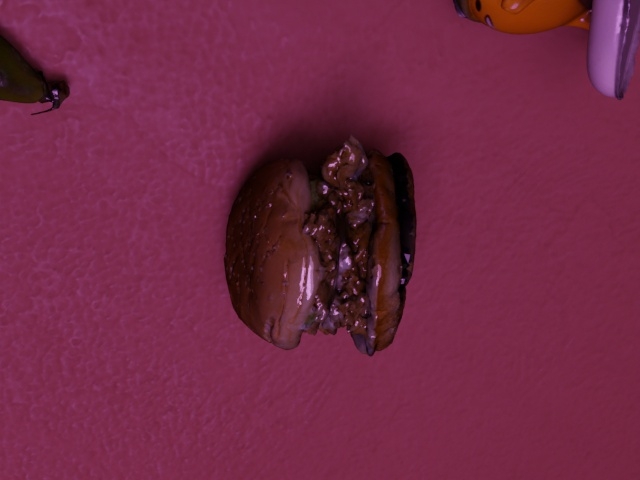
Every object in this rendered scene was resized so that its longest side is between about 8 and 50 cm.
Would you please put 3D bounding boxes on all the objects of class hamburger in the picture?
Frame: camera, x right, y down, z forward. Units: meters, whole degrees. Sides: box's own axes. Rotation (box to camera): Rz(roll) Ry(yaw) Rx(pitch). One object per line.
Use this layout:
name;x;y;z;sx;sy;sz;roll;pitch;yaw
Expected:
hamburger;0.000;0.000;0.850;0.131;0.159;0.185;7;128;-13

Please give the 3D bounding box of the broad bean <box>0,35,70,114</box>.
broad bean;-0.276;-0.172;0.775;0.065;0.046;0.254;-42;116;-3

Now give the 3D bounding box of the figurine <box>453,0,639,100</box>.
figurine;0.176;-0.237;0.844;0.141;0.166;0.250;11;83;20
